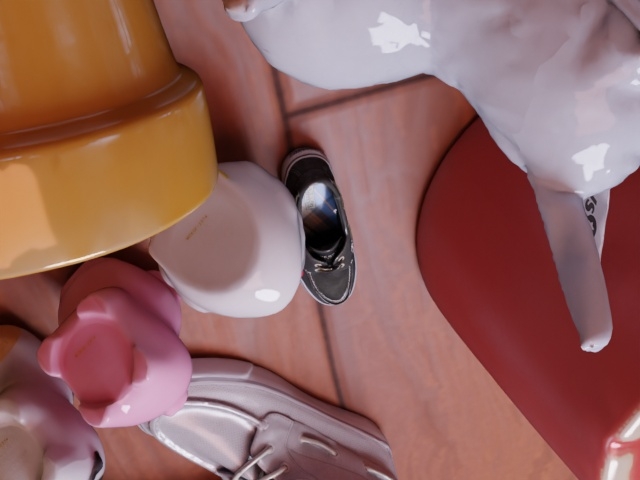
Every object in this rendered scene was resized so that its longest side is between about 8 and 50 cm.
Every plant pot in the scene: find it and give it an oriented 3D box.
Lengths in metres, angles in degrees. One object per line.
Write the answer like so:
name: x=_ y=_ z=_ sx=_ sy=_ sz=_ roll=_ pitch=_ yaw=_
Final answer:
plant pot: x=-0.163 y=-0.105 z=0.442 sx=0.205 sy=0.205 sz=0.188 roll=-10 pitch=114 yaw=-10
plant pot: x=0.227 y=0.046 z=0.634 sx=0.274 sy=0.243 sz=0.275 roll=-8 pitch=128 yaw=-10

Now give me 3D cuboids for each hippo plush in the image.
hippo plush: x=0.080 y=-0.143 z=0.505 sx=0.236 sy=0.234 sz=0.294 roll=16 pitch=109 yaw=8

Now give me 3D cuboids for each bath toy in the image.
bath toy: x=-0.143 y=0.079 z=0.624 sx=0.348 sy=0.151 sz=0.129 roll=-42 pitch=162 yaw=12

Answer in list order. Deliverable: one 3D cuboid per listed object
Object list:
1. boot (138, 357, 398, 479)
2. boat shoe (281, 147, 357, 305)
boot: x=-0.030 y=0.185 z=0.738 sx=0.258 sy=0.123 sz=0.095 roll=22 pitch=117 yaw=-30
boat shoe: x=0.000 y=0.000 z=0.659 sx=0.049 sy=0.040 sz=0.142 roll=-17 pitch=129 yaw=-4
